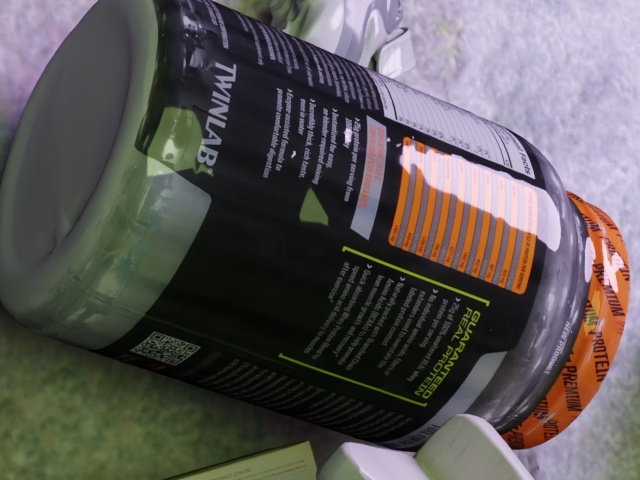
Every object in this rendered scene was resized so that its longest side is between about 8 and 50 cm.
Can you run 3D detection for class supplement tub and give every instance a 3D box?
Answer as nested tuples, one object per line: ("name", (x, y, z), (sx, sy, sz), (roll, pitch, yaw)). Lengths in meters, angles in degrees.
("supplement tub", (0.000, 0.000, 1.092), (0.338, 0.207, 0.207), (22, 67, -27))

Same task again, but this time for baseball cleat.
("baseball cleat", (0.031, -0.176, 1.252), (0.109, 0.072, 0.206), (43, 63, -32))

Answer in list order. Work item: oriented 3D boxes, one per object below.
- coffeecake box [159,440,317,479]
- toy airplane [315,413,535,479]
("coffeecake box", (-0.055, 0.224, 1.082), (0.142, 0.068, 0.185), (-12, 85, -35))
("toy airplane", (0.128, 0.265, 0.937), (0.386, 0.384, 0.272), (23, 93, -13))
